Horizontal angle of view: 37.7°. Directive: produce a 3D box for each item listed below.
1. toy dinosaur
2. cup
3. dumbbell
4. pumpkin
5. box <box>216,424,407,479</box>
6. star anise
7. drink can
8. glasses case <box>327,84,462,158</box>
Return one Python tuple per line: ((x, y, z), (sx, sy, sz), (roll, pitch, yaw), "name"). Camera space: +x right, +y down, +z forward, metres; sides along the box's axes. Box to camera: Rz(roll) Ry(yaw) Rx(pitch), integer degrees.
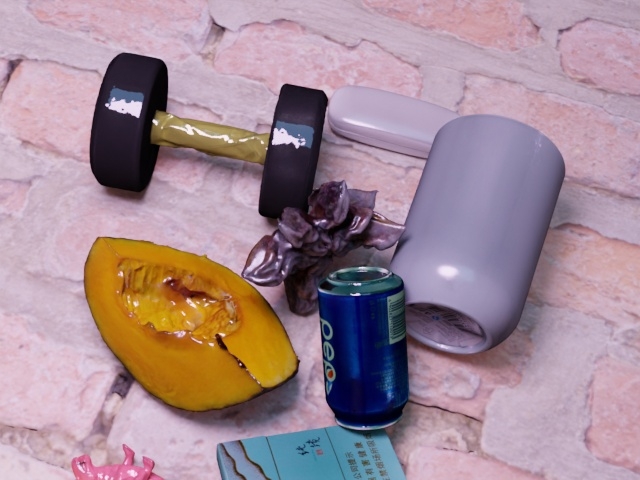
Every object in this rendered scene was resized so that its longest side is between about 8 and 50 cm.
((-0.202, 0.367, 1.176), (0.286, 0.070, 0.139), (31, 72, 3), "toy dinosaur")
((0.218, -0.005, 1.356), (0.205, 0.205, 0.312), (22, 61, 5), "cup")
((-0.161, -0.152, 1.388), (0.322, 0.204, 0.204), (10, 60, -2), "dumbbell")
((-0.181, 0.118, 1.297), (0.312, 0.148, 0.169), (43, 25, 7), "pumpkin")
((-0.005, 0.313, 1.194), (0.229, 0.041, 0.162), (-5, 39, -17), "box")
((0.002, -0.003, 1.299), (0.212, 0.283, 0.129), (-35, 72, 7), "star anise")
((0.058, 0.142, 1.251), (0.118, 0.118, 0.205), (-6, 101, -11), "drink can")
((0.127, -0.192, 1.533), (0.233, 0.059, 0.092), (14, 61, -1), "glasses case")
